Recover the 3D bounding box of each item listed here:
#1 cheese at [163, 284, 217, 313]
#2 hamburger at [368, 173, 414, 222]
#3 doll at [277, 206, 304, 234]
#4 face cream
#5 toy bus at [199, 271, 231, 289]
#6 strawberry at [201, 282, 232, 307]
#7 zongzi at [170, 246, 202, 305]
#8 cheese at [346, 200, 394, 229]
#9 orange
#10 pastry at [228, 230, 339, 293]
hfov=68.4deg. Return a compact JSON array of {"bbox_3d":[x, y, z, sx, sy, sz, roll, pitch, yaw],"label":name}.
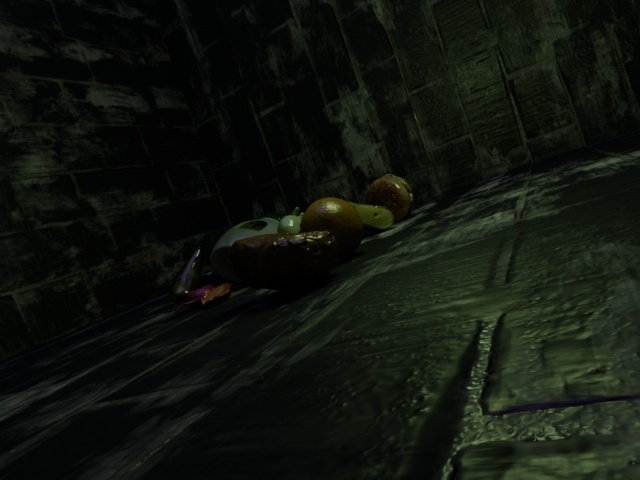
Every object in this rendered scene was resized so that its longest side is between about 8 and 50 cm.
[{"bbox_3d":[-0.456,0.215,1.701,0.155,0.062,0.244,-19,4,31],"label":"cheese"},{"bbox_3d":[0.343,-0.201,2.358,0.146,0.243,0.286,-24,-10,-36],"label":"hamburger"},{"bbox_3d":[-0.122,-0.005,1.828,0.113,0.155,0.275,-23,42,32],"label":"doll"},{"bbox_3d":[-0.268,0.033,1.963,0.312,0.220,0.357,5,23,25],"label":"face cream"},{"bbox_3d":[-0.533,0.204,2.160,0.261,0.091,0.109,-17,-3,20],"label":"toy bus"},{"bbox_3d":[-0.357,0.194,1.623,0.103,0.048,0.152,-10,21,27],"label":"strawberry"},{"bbox_3d":[-0.552,0.153,2.001,0.112,0.242,0.221,23,0,-17],"label":"zongzi"},{"bbox_3d":[0.181,-0.103,2.191,0.259,0.128,0.316,16,-3,-16],"label":"cheese"},{"bbox_3d":[0.039,-0.037,1.591,0.236,0.237,0.236,-19,3,1],"label":"orange"},{"bbox_3d":[-0.098,0.059,1.294,0.310,0.162,0.255,-4,2,39],"label":"pastry"}]
